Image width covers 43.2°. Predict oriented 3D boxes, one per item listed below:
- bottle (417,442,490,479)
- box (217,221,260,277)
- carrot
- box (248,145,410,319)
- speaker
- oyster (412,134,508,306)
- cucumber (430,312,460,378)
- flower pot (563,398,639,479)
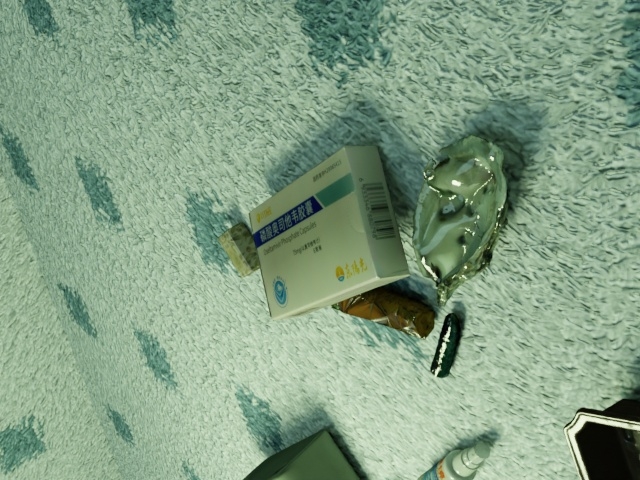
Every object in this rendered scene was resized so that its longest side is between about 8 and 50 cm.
[{"bbox_3d":[0.225,0.387,1.349,0.060,0.060,0.217,50,146,14],"label":"bottle"},{"bbox_3d":[-0.152,0.019,1.568,0.098,0.045,0.062,58,147,-1],"label":"box"},{"bbox_3d":[0.088,0.103,1.304,0.229,0.069,0.069,16,128,46],"label":"carrot"},{"bbox_3d":[0.000,0.000,1.279,0.343,0.065,0.200,-28,73,57],"label":"box"},{"bbox_3d":[-0.058,0.569,1.771,0.184,0.183,0.406,50,147,4],"label":"speaker"},{"bbox_3d":[0.186,-0.015,1.050,0.199,0.087,0.252,19,124,57],"label":"oyster"},{"bbox_3d":[0.193,0.157,1.231,0.032,0.032,0.133,37,140,31],"label":"cucumber"},{"bbox_3d":[0.420,0.300,0.996,0.179,0.084,0.250,-2,115,53],"label":"flower pot"}]
